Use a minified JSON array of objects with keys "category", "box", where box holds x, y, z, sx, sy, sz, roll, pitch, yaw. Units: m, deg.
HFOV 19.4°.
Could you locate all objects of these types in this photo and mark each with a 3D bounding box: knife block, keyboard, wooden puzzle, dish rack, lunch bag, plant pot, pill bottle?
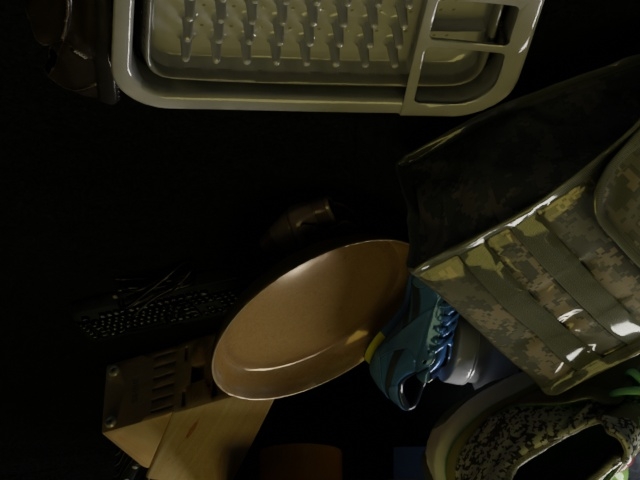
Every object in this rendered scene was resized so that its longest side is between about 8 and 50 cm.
[{"category":"knife block","box":[-0.117,0.210,2.033,0.276,0.088,0.242,-18,141,23]},{"category":"keyboard","box":[-0.164,0.071,1.884,0.192,0.038,0.100,-14,141,18]},{"category":"wooden puzzle","box":[0.053,0.280,2.088,0.322,0.080,0.348,0,167,-1]},{"category":"dish rack","box":[0.007,-0.212,1.445,0.333,0.072,0.285,0,145,-8]},{"category":"lunch bag","box":[0.252,-0.022,1.649,0.287,0.169,0.235,-29,132,23]},{"category":"plant pot","box":[-0.005,0.069,1.814,0.236,0.032,0.236,-22,149,-15]},{"category":"pill bottle","box":[0.215,0.121,1.893,0.184,0.103,0.103,10,143,-14]}]

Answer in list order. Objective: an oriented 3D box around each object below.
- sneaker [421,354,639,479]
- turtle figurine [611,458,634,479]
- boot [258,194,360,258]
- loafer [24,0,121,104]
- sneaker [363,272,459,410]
[{"category":"sneaker","box":[0.294,0.155,1.766,0.410,0.182,0.158,-40,109,2]},{"category":"turtle figurine","box":[0.335,0.319,2.052,0.198,0.274,0.266,-17,127,20]},{"category":"boot","box":[0.000,0.000,1.786,0.087,0.042,0.118,-30,147,19]},{"category":"loafer","box":[-0.199,-0.184,1.493,0.078,0.080,0.220,4,145,0]},{"category":"sneaker","box":[0.113,0.082,1.831,0.069,0.082,0.209,-5,139,-35]}]
